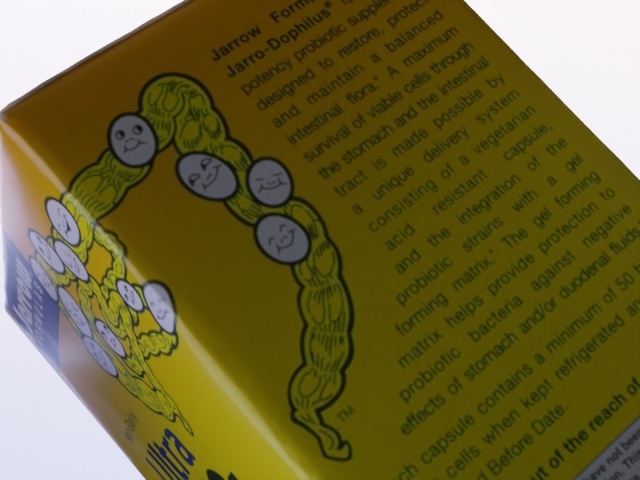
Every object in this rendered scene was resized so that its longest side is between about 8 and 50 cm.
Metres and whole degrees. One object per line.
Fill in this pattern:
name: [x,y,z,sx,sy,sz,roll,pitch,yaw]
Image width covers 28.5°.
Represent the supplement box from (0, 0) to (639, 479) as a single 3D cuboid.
supplement box: [0.044,0.070,0.548,0.195,0.194,0.356,-36,-103,-26]
